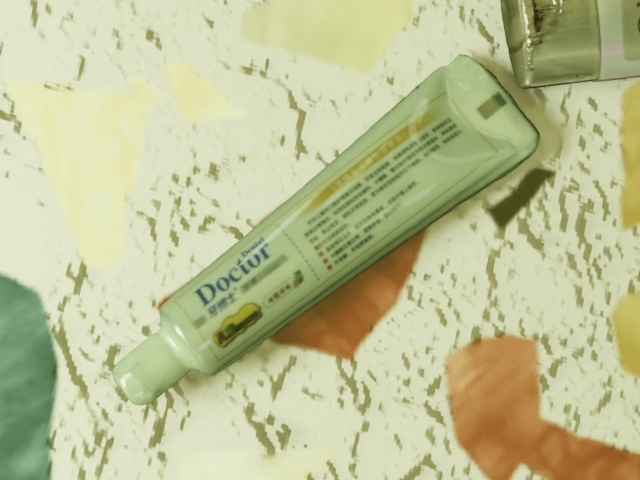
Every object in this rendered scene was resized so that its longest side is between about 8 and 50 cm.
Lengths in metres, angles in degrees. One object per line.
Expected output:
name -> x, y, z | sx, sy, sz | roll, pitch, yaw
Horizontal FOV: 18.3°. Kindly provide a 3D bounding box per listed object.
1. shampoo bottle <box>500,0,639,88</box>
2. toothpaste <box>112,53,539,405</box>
shampoo bottle -> 0.210, -0.134, 1.046 | 0.227, 0.056, 0.086 | -7, 89, -6
toothpaste -> 0.000, 0.000, 1.025 | 0.255, 0.037, 0.067 | -38, 83, -10
